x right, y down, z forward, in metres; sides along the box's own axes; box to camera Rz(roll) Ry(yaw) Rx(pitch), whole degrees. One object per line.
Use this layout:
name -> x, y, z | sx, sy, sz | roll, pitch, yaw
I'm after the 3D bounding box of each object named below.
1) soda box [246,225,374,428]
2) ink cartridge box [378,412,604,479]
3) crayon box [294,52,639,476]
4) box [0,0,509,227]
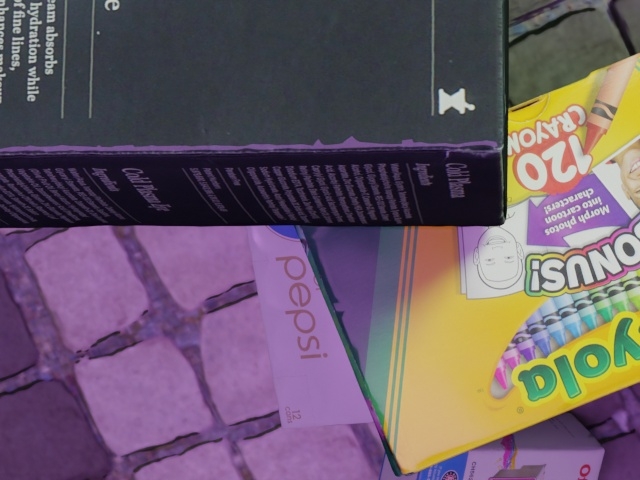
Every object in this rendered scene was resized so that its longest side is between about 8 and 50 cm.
soda box -> 0.000, 0.000, 1.189 | 0.074, 0.069, 0.216 | -6, 104, 15
ink cartridge box -> 0.099, 0.152, 1.187 | 0.122, 0.052, 0.088 | 2, 112, -24
crayon box -> 0.140, 0.003, 1.093 | 0.278, 0.081, 0.165 | -22, 86, 1
box -> -0.060, -0.185, 1.007 | 0.313, 0.179, 0.343 | 0, 80, 7
